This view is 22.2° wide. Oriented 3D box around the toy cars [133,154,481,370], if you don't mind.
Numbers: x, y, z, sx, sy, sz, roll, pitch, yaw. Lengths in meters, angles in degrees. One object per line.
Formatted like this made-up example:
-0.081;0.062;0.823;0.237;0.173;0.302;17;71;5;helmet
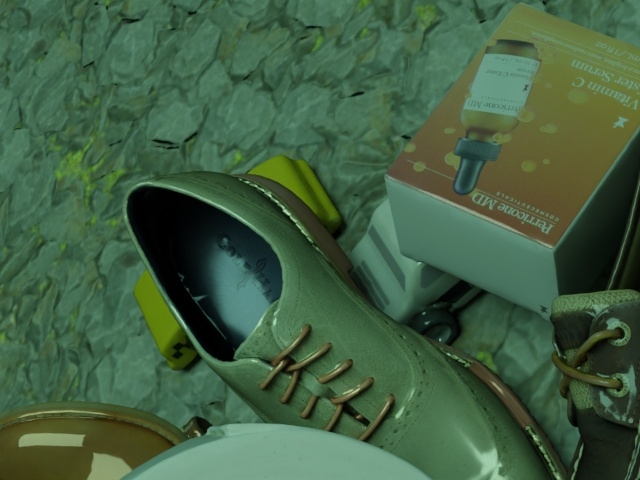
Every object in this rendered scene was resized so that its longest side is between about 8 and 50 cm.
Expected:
0.000;0.000;1.218;0.393;0.087;0.176;-5;64;37;toy cars

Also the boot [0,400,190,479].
-0.122;0.237;1.059;0.109;0.283;0.220;116;178;-46;boot

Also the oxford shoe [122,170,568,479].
0.008;0.101;1.067;0.397;0.146;0.140;42;104;25;oxford shoe

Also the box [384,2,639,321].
0.144;-0.052;1.074;0.130;0.091;0.170;25;63;26;box

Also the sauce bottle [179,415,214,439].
-0.125;0.191;1.245;0.128;0.042;0.042;-45;47;10;sauce bottle

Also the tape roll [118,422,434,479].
-0.028;0.246;0.924;0.100;0.286;0.286;143;151;-78;tape roll

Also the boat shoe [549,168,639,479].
0.186;0.068;0.975;0.342;0.123;0.123;-64;12;-14;boat shoe
